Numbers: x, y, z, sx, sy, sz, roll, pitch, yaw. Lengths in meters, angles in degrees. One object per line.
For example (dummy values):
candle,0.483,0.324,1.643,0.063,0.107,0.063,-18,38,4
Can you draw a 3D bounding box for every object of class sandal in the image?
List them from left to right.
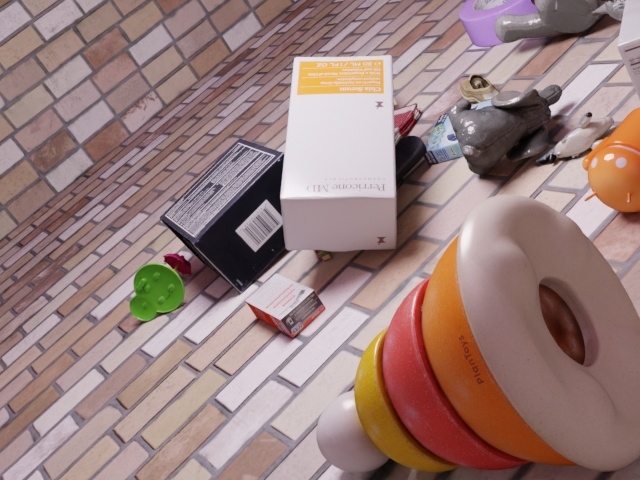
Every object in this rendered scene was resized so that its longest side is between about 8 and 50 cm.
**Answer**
sandal,0.144,-0.127,1.892,0.254,0.054,0.097,-42,40,-3

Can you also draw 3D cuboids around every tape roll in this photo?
tape roll,0.520,-0.642,2.307,0.274,0.090,0.275,-27,27,15

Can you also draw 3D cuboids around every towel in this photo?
towel,0.098,-0.223,2.143,0.237,0.037,0.329,-9,34,45

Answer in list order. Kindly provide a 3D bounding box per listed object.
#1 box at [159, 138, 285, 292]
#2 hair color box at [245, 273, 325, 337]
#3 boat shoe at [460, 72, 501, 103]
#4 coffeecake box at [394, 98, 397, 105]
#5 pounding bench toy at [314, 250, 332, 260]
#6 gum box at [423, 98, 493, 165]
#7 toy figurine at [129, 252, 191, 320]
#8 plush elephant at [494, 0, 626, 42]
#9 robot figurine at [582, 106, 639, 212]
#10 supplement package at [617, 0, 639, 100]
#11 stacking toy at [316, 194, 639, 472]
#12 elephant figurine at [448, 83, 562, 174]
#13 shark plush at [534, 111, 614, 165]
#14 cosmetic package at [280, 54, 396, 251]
box,-0.189,-0.070,2.022,0.296,0.183,0.294,-45,28,-9
hair color box,-0.073,0.129,1.715,0.093,0.053,0.167,-41,25,-16
boat shoe,0.378,-0.369,2.020,0.068,0.072,0.190,-35,26,-2
coffeecake box,0.100,-0.361,2.287,0.185,0.068,0.142,-26,14,1
pounding bench toy,0.000,0.000,1.836,0.052,0.065,0.083,-30,26,9
gum box,0.334,-0.249,1.902,0.184,0.041,0.157,-14,33,38
toy figurine,-0.383,0.101,2.097,0.173,0.130,0.159,-50,4,24
plush elephant,0.600,-0.637,2.020,0.329,0.272,0.256,10,57,17
robot figurine,0.525,-0.133,1.382,0.158,0.128,0.219,37,67,18
supplement package,0.719,-0.398,1.590,0.261,0.145,0.204,-14,33,35
stacking toy,0.160,0.187,1.132,0.480,0.350,0.351,-34,21,38
elephant figurine,0.388,-0.242,1.690,0.239,0.169,0.186,-21,58,10
shark plush,0.491,-0.182,1.627,0.161,0.073,0.067,-45,-1,27
cosmetic package,0.045,-0.197,1.803,0.229,0.162,0.453,-1,49,3
